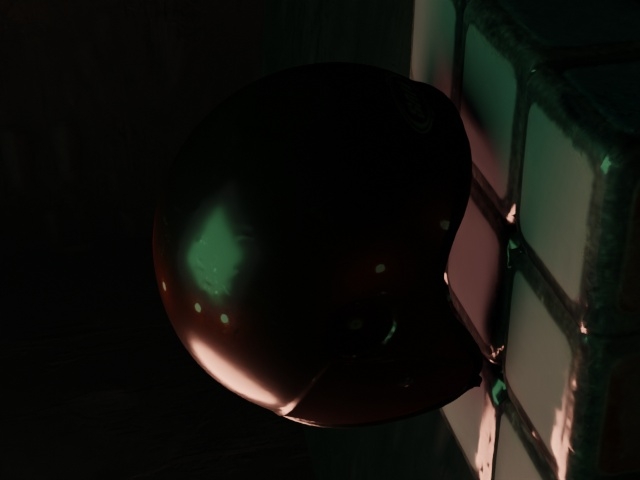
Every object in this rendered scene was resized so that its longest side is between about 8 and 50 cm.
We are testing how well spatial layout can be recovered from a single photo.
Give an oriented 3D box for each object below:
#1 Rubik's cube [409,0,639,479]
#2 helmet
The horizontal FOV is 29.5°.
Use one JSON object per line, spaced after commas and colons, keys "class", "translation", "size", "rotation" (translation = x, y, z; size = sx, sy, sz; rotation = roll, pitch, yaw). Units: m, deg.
{"class": "Rubik's cube", "translation": [0.228, -0.003, 0.732], "size": [0.301, 0.305, 0.304], "rotation": [-116, 24, -55]}
{"class": "helmet", "translation": [0.000, 0.000, 0.707], "size": [0.216, 0.193, 0.189], "rotation": [-54, 32, 28]}
